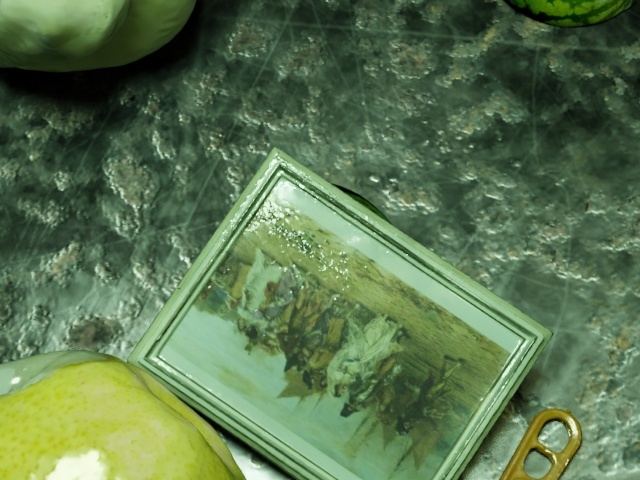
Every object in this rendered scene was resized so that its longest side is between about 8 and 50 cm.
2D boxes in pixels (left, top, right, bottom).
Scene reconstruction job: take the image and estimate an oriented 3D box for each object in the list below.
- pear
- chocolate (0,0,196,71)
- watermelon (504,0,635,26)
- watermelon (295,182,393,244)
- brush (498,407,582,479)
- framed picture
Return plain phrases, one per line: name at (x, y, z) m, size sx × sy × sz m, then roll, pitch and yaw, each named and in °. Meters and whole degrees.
pear at (-0.172, 0.209, 0.729) m, size 0.271 × 0.271 × 0.271 m, roll 0°, pitch 62°, yaw 1°
chocolate at (-0.248, -0.290, 0.984) m, size 0.314 × 0.326 × 0.297 m, roll 2°, pitch 79°, yaw -1°
watermelon at (0.225, -0.256, 1.083) m, size 0.163 × 0.087 × 0.069 m, roll 29°, pitch 104°, yaw 18°
watermelon at (0.000, 0.000, 0.930) m, size 0.125 × 0.135 × 0.094 m, roll 40°, pitch 110°, yaw 16°
brush at (0.117, 0.254, 0.832) m, size 0.090 × 0.017 × 0.314 m, roll 32°, pitch 67°, yaw 13°
framed picture at (0.015, 0.085, 0.849) m, size 0.274 × 0.017 × 0.217 m, roll 33°, pitch 87°, yaw 2°
